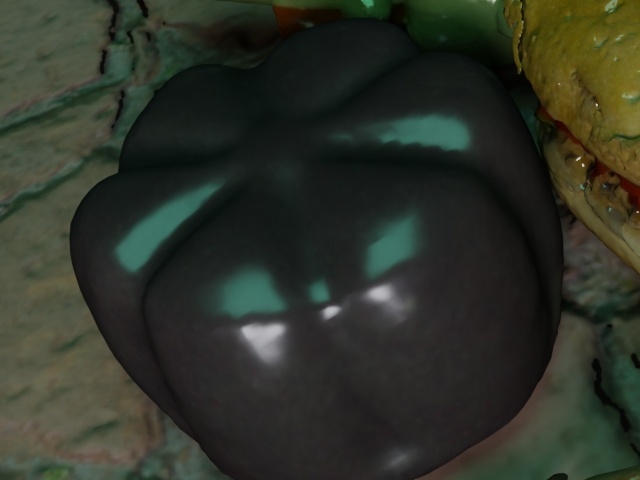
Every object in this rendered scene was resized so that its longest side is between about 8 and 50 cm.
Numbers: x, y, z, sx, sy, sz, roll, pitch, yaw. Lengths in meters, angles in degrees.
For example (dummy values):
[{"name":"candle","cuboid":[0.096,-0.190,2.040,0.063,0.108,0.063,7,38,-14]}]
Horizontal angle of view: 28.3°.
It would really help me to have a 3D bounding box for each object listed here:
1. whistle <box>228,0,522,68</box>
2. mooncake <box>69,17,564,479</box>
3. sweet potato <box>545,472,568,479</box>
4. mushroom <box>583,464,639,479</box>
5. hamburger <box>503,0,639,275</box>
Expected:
[{"name":"whistle","cuboid":[0.032,-0.158,0.758,0.288,0.106,0.131,5,36,19]},{"name":"mooncake","cuboid":[0.000,0.000,0.633,0.245,0.133,0.245,-13,42,12]},{"name":"sweet potato","cuboid":[0.076,0.143,0.542,0.049,0.049,0.117,21,55,32]},{"name":"mushroom","cuboid":[0.137,0.191,0.450,0.108,0.096,0.247,-34,41,24]},{"name":"hamburger","cuboid":[0.212,-0.079,0.605,0.244,0.163,0.244,-14,46,15]}]
